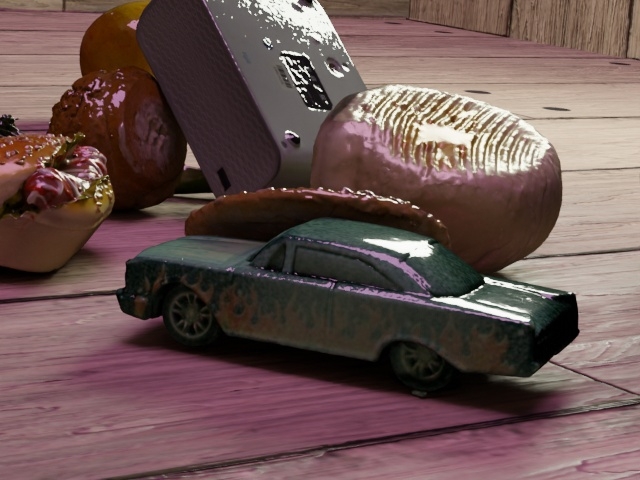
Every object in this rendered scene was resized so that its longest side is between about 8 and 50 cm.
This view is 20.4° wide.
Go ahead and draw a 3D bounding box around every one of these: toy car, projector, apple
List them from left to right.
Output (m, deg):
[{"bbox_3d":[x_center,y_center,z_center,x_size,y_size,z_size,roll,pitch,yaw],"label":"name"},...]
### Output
[{"bbox_3d":[-0.218,-0.227,2.326,0.182,0.182,0.155,-3,29,-34],"label":"apple"},{"bbox_3d":[-0.047,-0.147,1.806,0.198,0.108,0.250,1,54,-49],"label":"projector"},{"bbox_3d":[0.022,0.038,1.295,0.320,0.097,0.141,9,12,20],"label":"toy car"}]

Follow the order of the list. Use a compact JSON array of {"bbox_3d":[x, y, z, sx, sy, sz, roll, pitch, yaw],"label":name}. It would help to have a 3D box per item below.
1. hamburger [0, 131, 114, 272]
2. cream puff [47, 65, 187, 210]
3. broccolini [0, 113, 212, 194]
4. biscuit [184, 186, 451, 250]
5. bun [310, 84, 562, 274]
[{"bbox_3d":[-0.264,-0.039,1.524,0.173,0.116,0.210,3,11,5],"label":"hamburger"},{"bbox_3d":[-0.209,-0.098,1.786,0.115,0.150,0.165,-8,-31,27],"label":"cream puff"},{"bbox_3d":[-0.187,-0.091,1.898,0.392,0.074,0.079,2,19,-5],"label":"broccolini"},{"bbox_3d":[0.000,0.001,1.431,0.220,0.033,0.220,4,-19,1],"label":"biscuit"},{"bbox_3d":[0.096,-0.047,1.622,0.244,0.153,0.244,15,27,-8],"label":"bun"}]
